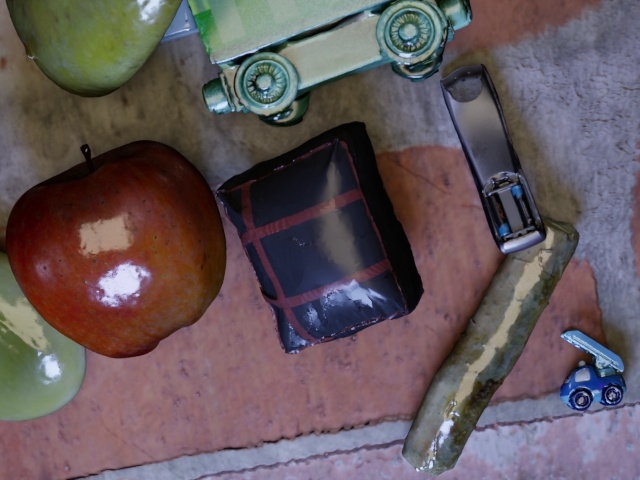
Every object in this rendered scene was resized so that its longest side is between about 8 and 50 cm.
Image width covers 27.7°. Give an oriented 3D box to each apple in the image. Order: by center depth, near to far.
[{"bbox_3d":[-0.209,0.004,1.381,0.234,0.234,0.234,0,96,5],"label":"apple"}]

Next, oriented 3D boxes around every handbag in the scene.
[{"bbox_3d":[0.000,0.000,1.391,0.169,0.155,0.215,-20,95,20],"label":"handbag"}]

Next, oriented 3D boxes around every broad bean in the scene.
[{"bbox_3d":[-0.382,0.096,1.448,0.263,0.121,0.189,45,101,-3],"label":"broad bean"}]

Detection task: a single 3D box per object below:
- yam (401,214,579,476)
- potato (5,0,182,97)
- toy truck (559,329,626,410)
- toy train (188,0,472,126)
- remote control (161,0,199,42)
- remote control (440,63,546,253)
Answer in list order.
[{"bbox_3d":[0.185,0.115,1.429,0.071,0.067,0.317,30,96,21],"label":"yam"},{"bbox_3d":[-0.221,-0.299,1.305,0.112,0.255,0.269,1,84,-34],"label":"potato"},{"bbox_3d":[0.296,0.141,1.434,0.073,0.056,0.090,-10,82,1],"label":"toy truck"},{"bbox_3d":[0.002,-0.243,1.384,0.300,0.120,0.202,-20,90,7],"label":"toy train"},{"bbox_3d":[-0.218,-0.240,1.445,0.162,0.029,0.061,-16,95,6],"label":"remote control"},{"bbox_3d":[0.186,-0.090,1.404,0.059,0.028,0.212,-22,78,15],"label":"remote control"}]
